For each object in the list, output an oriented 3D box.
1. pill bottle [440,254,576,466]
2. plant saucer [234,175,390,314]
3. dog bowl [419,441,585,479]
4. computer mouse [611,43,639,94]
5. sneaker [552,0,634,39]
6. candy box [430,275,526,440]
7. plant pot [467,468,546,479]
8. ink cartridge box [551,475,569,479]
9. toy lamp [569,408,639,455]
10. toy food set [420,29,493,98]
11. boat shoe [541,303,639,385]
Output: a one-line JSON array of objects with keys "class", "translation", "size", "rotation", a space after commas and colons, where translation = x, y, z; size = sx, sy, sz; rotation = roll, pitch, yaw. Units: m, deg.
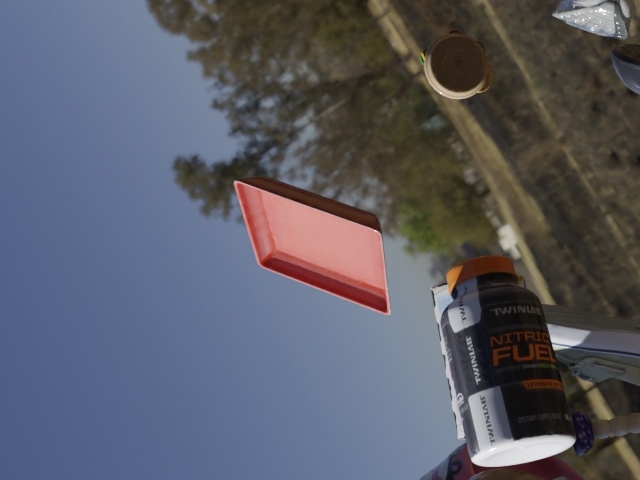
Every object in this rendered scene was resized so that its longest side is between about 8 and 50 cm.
[{"class": "pill bottle", "translation": [0.222, 0.144, 1.327], "size": [0.130, 0.131, 0.245], "rotation": [45, -149, -62]}, {"class": "plant saucer", "translation": [0.000, 0.000, 1.762], "size": [0.259, 0.047, 0.258], "rotation": [21, 152, 20]}, {"class": "dog bowl", "translation": [0.398, 0.545, 2.125], "size": [0.408, 0.150, 0.408], "rotation": [24, -155, -12]}, {"class": "computer mouse", "translation": [0.656, -0.286, 1.988], "size": [0.272, 0.072, 0.188], "rotation": [29, -144, 29]}, {"class": "sneaker", "translation": [0.413, -0.373, 1.588], "size": [0.111, 0.129, 0.297], "rotation": [21, -161, 1]}, {"class": "candy box", "translation": [0.259, 0.173, 1.623], "size": [0.159, 0.071, 0.233], "rotation": [0, -104, -46]}, {"class": "plant pot", "translation": [0.270, 0.452, 1.519], "size": [0.110, 0.237, 0.237], "rotation": [-32, -89, -48]}, {"class": "ink cartridge box", "translation": [0.169, 0.413, 1.117], "size": [0.131, 0.306, 0.226], "rotation": [-126, 14, -88]}, {"class": "toy lamp", "translation": [0.502, 0.257, 1.554], "size": [0.080, 0.275, 0.080], "rotation": [-11, -90, -72]}, {"class": "toy food set", "translation": [0.164, -0.211, 1.294], "size": [0.020, 0.083, 0.082], "rotation": [157, 91, -79]}, {"class": "boat shoe", "translation": [0.401, 0.160, 1.548], "size": [0.303, 0.094, 0.109], "rotation": [11, -168, -12]}]
